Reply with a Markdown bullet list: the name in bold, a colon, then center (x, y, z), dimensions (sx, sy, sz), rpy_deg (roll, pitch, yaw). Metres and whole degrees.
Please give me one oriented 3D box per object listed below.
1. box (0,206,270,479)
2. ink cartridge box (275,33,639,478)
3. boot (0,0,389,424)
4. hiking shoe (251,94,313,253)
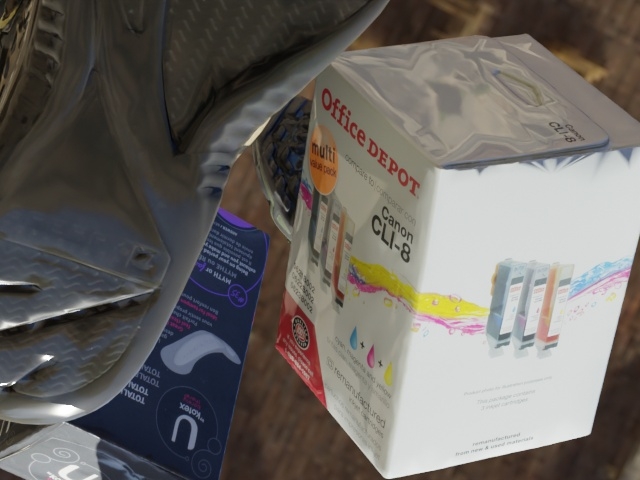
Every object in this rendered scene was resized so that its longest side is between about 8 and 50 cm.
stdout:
- **box**: center (-0.169, 0.094, 1.648), dimensions (0.143, 0.165, 0.270), rpy_deg (-30, -141, 46)
- **ink cartridge box**: center (0.068, 0.003, 0.910), dimensions (0.128, 0.127, 0.176), rpy_deg (47, -43, 49)
- **boot**: center (-0.079, -0.131, 0.858), dimensions (0.377, 0.138, 0.284), rpy_deg (-62, -159, 19)
- **hiking shoe**: center (0.000, 0.000, 1.375), dimensions (0.086, 0.227, 0.114), rpy_deg (-29, -172, -25)
